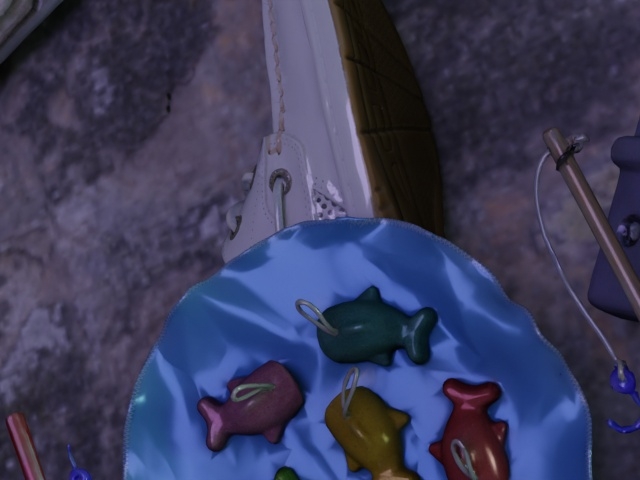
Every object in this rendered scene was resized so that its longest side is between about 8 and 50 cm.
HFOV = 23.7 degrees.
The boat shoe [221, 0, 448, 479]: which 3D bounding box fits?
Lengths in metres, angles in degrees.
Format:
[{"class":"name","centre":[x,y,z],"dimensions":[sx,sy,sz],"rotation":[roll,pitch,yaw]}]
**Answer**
[{"class":"boat shoe","centre":[0.000,0.000,0.641],"dimensions":[0.096,0.098,0.277],"rotation":[-17,74,23]}]

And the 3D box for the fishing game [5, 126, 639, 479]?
[{"class":"fishing game","centre":[0.008,0.084,0.563],"dimensions":[0.264,0.041,0.189],"rotation":[-24,78,14]}]

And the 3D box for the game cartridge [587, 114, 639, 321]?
[{"class":"game cartridge","centre":[0.217,-0.130,0.517],"dimensions":[0.230,0.068,0.355],"rotation":[8,82,66]}]

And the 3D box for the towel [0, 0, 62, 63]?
[{"class":"towel","centre":[-0.214,-0.240,0.824],"dimensions":[0.332,0.053,0.317],"rotation":[-43,65,13]}]
